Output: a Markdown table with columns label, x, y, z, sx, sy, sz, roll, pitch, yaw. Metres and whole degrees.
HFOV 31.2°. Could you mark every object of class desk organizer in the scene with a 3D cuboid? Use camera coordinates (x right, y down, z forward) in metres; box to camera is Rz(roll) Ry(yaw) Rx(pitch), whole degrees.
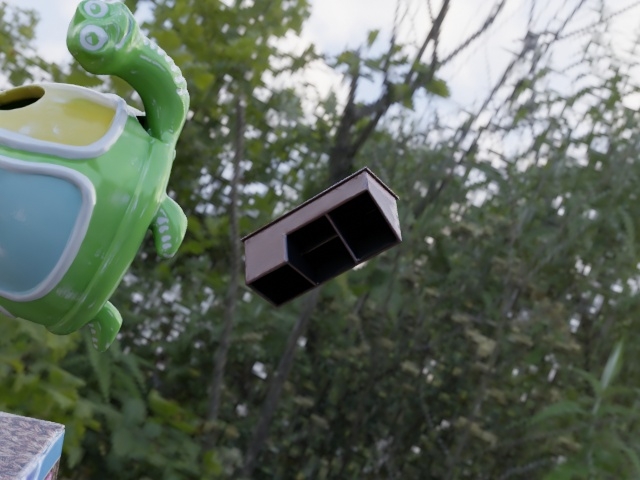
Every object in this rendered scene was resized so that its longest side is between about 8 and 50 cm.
| label | x | y | z | sx | sy | sz | roll | pitch | yaw |
| --- | --- | --- | --- | --- | --- | --- | --- | --- | --- |
| desk organizer | 0.000 | 0.000 | 0.929 | 0.130 | 0.050 | 0.047 | -29 | -47 | 25 |

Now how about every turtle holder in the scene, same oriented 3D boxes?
| label | x | y | z | sx | sy | sz | roll | pitch | yaw |
| --- | --- | --- | --- | --- | --- | --- | --- | --- | --- |
| turtle holder | -0.263 | -0.059 | 1.169 | 0.227 | 0.243 | 0.320 | 26 | -45 | -23 |

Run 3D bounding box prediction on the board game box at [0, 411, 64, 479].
| label | x | y | z | sx | sy | sz | roll | pitch | yaw |
| --- | --- | --- | --- | --- | --- | --- | --- | --- | --- |
| board game box | -0.326 | 0.307 | 0.937 | 0.141 | 0.291 | 0.232 | 11 | 7 | -1 |
